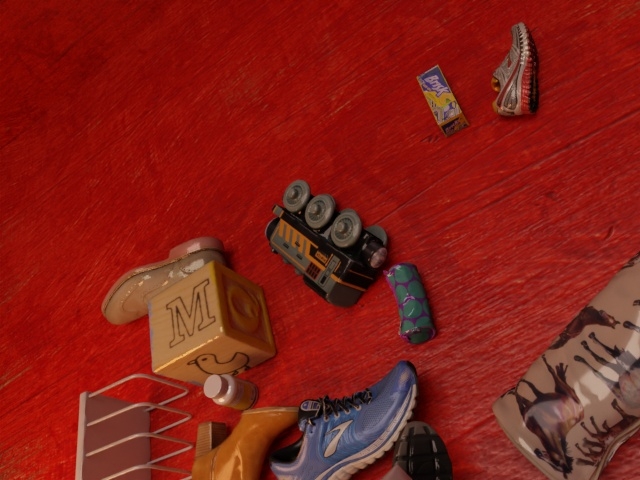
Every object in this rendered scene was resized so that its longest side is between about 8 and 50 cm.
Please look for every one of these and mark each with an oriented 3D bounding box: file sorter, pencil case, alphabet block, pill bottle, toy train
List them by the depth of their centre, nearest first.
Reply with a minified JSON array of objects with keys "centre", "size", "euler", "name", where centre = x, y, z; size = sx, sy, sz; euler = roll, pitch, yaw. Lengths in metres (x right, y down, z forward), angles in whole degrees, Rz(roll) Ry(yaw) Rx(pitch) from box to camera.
[{"centre":[0.436,0.175,0.759],"size":[0.410,0.160,0.183],"euler":[-47,34,3],"name":"pencil case"},{"centre":[0.172,0.120,1.031],"size":[0.070,0.064,0.151],"euler":[-11,56,1],"name":"pencil case"},{"centre":[-0.191,0.321,1.134],"size":[0.065,0.116,0.065],"euler":[-16,57,27],"name":"pill bottle"},{"centre":[-0.386,0.452,1.148],"size":[0.173,0.193,0.277],"euler":[-27,53,17],"name":"file sorter"},{"centre":[0.000,0.000,1.175],"size":[0.334,0.142,0.190],"euler":[36,98,41],"name":"toy train"},{"centre":[-0.244,0.193,1.195],"size":[0.197,0.192,0.193],"euler":[-31,54,18],"name":"alphabet block"}]

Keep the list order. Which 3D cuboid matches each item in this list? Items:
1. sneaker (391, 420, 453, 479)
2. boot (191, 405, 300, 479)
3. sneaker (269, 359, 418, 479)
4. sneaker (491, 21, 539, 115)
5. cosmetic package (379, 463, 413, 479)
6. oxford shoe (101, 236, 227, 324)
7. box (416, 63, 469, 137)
[{"centre":[0.148,0.422,0.832],"size":[0.101,0.106,0.267],"euler":[2,73,-11],"name":"sneaker"},{"centre":[-0.137,0.450,1.049],"size":[0.295,0.104,0.211],"euler":[-24,59,28],"name":"boot"},{"centre":[0.037,0.325,0.935],"size":[0.330,0.130,0.147],"euler":[-45,88,5],"name":"sneaker"},{"centre":[0.405,-0.364,1.123],"size":[0.093,0.088,0.225],"euler":[-4,63,34],"name":"sneaker"},{"centre":[0.155,0.495,0.626],"size":[0.385,0.217,0.156],"euler":[43,111,14],"name":"cosmetic package"},{"centre":[-0.410,0.138,1.374],"size":[0.397,0.140,0.146],"euler":[-31,59,19],"name":"oxford shoe"},{"centre":[0.275,-0.318,1.208],"size":[0.059,0.054,0.168],"euler":[-27,52,19],"name":"box"}]
